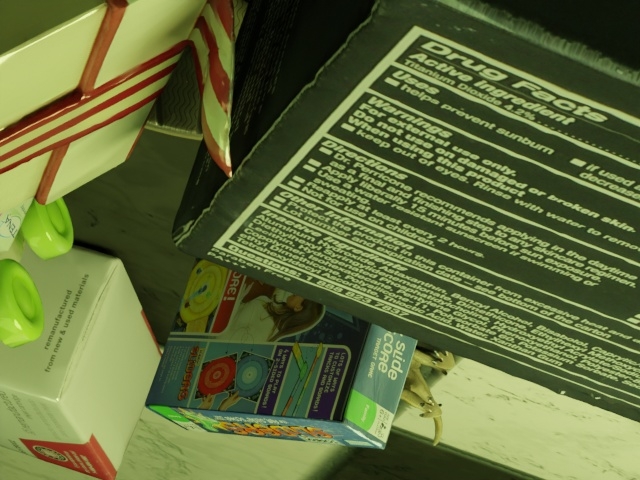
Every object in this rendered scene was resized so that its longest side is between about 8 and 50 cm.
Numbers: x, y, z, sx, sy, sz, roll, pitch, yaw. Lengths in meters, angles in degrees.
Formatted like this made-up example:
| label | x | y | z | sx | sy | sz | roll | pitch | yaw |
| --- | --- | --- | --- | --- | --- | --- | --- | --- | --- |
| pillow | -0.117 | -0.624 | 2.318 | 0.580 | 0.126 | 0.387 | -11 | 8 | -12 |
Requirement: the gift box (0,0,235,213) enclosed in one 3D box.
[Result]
| label | x | y | z | sx | sy | sz | roll | pitch | yaw |
| --- | --- | --- | --- | --- | --- | --- | --- | --- | --- |
| gift box | -0.178 | -0.094 | 0.665 | 0.276 | 0.258 | 0.255 | 58 | 160 | 0 |

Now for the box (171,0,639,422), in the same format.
| label | x | y | z | sx | sy | sz | roll | pitch | yaw |
| --- | --- | --- | --- | --- | --- | --- | --- | --- | --- |
| box | 0.137 | -0.059 | 0.657 | 0.296 | 0.182 | 0.294 | 21 | 162 | -11 |

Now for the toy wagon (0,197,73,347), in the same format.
| label | x | y | z | sx | sy | sz | roll | pitch | yaw |
| --- | --- | --- | --- | --- | --- | --- | --- | --- | --- |
| toy wagon | -0.307 | 0.067 | 1.202 | 0.267 | 0.344 | 0.068 | -21 | 115 | 12 |

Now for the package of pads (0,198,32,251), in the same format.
| label | x | y | z | sx | sy | sz | roll | pitch | yaw |
| --- | --- | --- | --- | --- | --- | --- | --- | --- | --- |
| package of pads | -0.328 | -0.102 | 1.085 | 0.297 | 0.101 | 0.229 | 15 | 161 | 8 |

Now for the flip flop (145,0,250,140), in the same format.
| label | x | y | z | sx | sy | sz | roll | pitch | yaw |
| --- | --- | --- | --- | --- | --- | --- | --- | --- | --- |
| flip flop | -0.132 | -0.122 | 0.866 | 0.277 | 0.112 | 0.080 | 15 | 178 | 13 |

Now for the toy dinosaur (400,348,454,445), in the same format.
| label | x | y | z | sx | sy | sz | roll | pitch | yaw |
| --- | --- | --- | --- | --- | --- | --- | --- | --- | --- |
| toy dinosaur | 0.061 | 0.097 | 1.378 | 0.183 | 0.053 | 0.093 | 40 | 168 | -31 |

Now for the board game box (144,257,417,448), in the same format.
| label | x | y | z | sx | sy | sz | roll | pitch | yaw |
| --- | --- | --- | --- | --- | --- | --- | --- | --- | --- |
| board game box | 0.000 | 0.000 | 0.914 | 0.136 | 0.201 | 0.035 | 0 | 154 | 43 |

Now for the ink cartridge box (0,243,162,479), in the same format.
| label | x | y | z | sx | sy | sz | roll | pitch | yaw |
| --- | --- | --- | --- | --- | --- | --- | --- | --- | --- |
| ink cartridge box | -0.301 | 0.068 | 1.479 | 0.306 | 0.131 | 0.226 | 14 | 159 | 12 |
